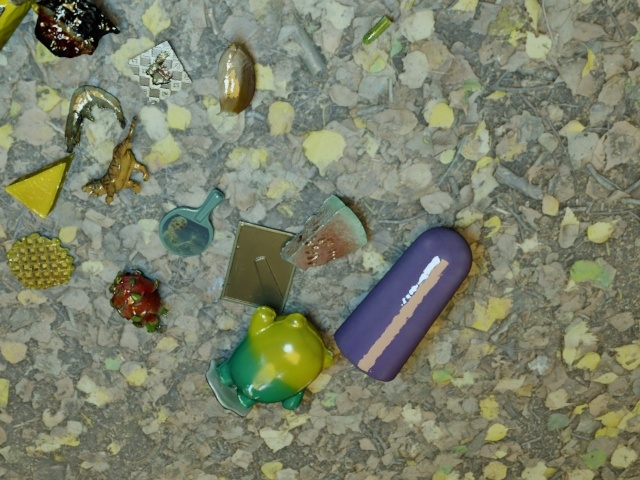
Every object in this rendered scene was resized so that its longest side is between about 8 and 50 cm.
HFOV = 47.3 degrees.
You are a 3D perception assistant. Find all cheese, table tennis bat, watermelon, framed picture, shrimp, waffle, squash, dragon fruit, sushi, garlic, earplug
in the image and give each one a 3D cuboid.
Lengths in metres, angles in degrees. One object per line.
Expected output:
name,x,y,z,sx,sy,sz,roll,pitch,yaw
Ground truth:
cheese,-0.712,-0.163,1.920,0.171,0.093,0.126,-42,106,16
table tennis bat,-0.345,-0.050,2.011,0.149,0.038,0.237,38,111,-16
watermelon,0.000,0.000,2.005,0.241,0.094,0.154,-34,121,5
framed picture,-0.169,0.079,2.077,0.189,0.023,0.259,13,114,-6
shrimp,-0.584,-0.298,1.895,0.148,0.035,0.195,17,112,-11
waffle,-0.785,0.062,2.052,0.191,0.038,0.191,0,114,0
squash,0.137,-0.517,1.807,0.083,0.027,0.027,-42,109,16
dragon fruit,-0.502,0.184,2.060,0.135,0.137,0.235,-39,116,-24
sushi,-0.404,-0.423,1.843,0.120,0.026,0.126,-25,117,7
garlic,-0.213,-0.409,1.795,0.091,0.128,0.198,14,118,10
earplug,0.249,0.161,2.030,0.215,0.215,0.455,32,107,-14
sushi,-0.598,-0.512,1.731,0.150,0.153,0.172,-47,129,-3

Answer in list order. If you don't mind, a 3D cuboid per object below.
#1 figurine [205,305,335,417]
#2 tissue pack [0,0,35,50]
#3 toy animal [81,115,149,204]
figurine,-0.137,0.349,2.093,0.340,0.231,0.323,-35,105,19
tissue pack,-0.895,-0.504,1.687,0.293,0.228,0.382,38,110,-18
toy animal,-0.516,-0.211,1.912,0.116,0.114,0.255,37,110,30
